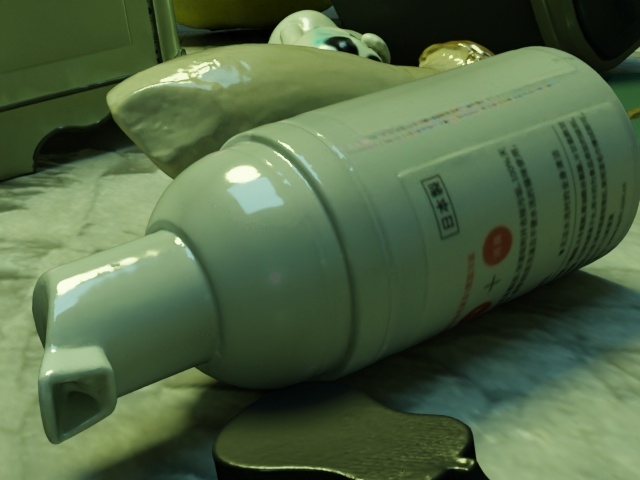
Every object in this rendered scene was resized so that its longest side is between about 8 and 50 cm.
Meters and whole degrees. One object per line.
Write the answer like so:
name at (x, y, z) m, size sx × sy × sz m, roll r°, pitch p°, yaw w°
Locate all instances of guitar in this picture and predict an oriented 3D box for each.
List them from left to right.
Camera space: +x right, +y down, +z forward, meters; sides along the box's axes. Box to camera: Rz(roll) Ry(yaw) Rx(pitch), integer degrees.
guitar at (0.073, 0.111, 0.461) m, size 0.271 × 0.038 × 0.084 m, roll 10°, pitch 28°, yaw 35°

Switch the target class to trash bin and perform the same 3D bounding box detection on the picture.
trash bin at (0.171, -0.257, 1.103) m, size 0.290 × 0.209 × 0.182 m, roll -1°, pitch 61°, yaw 28°

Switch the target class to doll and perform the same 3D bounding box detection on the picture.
doll at (0.008, -0.149, 1.029) m, size 0.110 × 0.107 × 0.181 m, roll 26°, pitch 9°, yaw -17°

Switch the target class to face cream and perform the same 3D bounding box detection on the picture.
face cream at (0.000, 0.000, 0.609) m, size 0.369 × 0.145 × 0.145 m, roll -19°, pitch 25°, yaw -32°

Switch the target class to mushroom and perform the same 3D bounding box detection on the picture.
mushroom at (0.002, -0.093, 0.860) m, size 0.350 × 0.128 × 0.128 m, roll -12°, pitch 22°, yaw -33°

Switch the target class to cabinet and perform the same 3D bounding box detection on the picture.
cabinet at (-0.291, -0.259, 1.107) m, size 0.227 × 0.318 × 0.290 m, roll -21°, pitch 26°, yaw -29°

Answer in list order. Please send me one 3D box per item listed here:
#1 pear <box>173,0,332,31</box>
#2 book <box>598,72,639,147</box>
pear at (-0.086, -0.440, 1.435) m, size 0.386 × 0.340 × 0.191 m, roll -41°, pitch 8°, yaw 9°
book at (0.363, -0.092, 0.893) m, size 0.379 × 0.031 × 0.264 m, roll 3°, pitch 22°, yaw 22°
